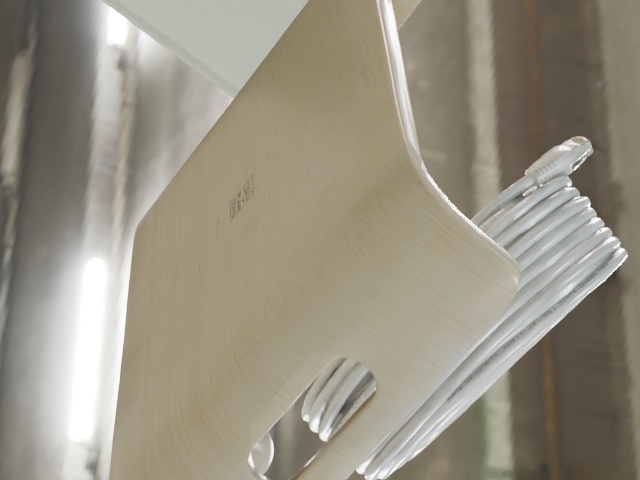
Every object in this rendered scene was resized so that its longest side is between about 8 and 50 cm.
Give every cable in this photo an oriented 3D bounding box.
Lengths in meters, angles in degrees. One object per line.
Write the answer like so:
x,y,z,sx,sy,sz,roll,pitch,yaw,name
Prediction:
0.101,0.063,1.102,0.257,0.089,0.257,-40,170,-24,cable

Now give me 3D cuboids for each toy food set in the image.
0.000,0.000,0.750,0.219,0.092,0.306,-49,-156,25,toy food set

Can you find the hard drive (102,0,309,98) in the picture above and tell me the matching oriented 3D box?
-0.094,-0.237,0.979,0.203,0.307,0.040,-57,172,29,hard drive
